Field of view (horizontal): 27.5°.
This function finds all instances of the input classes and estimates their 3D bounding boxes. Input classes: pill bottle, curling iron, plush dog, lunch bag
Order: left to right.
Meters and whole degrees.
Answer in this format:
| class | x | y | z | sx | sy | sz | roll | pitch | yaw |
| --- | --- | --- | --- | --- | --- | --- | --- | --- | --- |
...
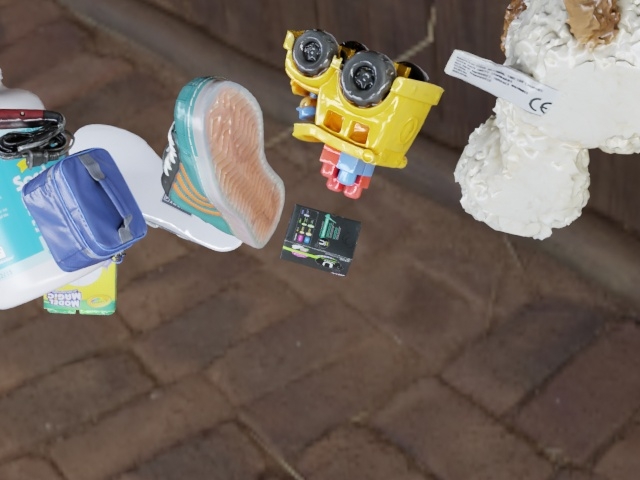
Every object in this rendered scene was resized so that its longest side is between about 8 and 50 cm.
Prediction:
| class | x | y | z | sx | sy | sz | roll | pitch | yaw |
| --- | --- | --- | --- | --- | --- | --- | --- | --- | --- |
| curling iron | -0.367 | -0.106 | 1.217 | 0.273 | 0.035 | 0.068 | 5 | 36 | -2 |
| pill bottle | -0.350 | -0.068 | 1.455 | 0.146 | 0.264 | 0.146 | -24 | 7 | 3 |
| lunch bag | -0.191 | -0.024 | 1.081 | 0.065 | 0.098 | 0.067 | -29 | 1 | 39 |
| plush dog | 0.204 | -0.147 | 0.863 | 0.262 | 0.211 | 0.225 | -9 | 36 | 26 |

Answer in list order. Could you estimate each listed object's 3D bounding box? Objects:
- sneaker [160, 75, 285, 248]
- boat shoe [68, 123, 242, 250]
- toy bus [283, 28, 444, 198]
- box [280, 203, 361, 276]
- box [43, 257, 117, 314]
| class | x | y | z | sx | sy | sz | roll | pitch | yaw |
| --- | --- | --- | --- | --- | --- | --- | --- | --- | --- |
| sneaker | -0.125 | -0.085 | 1.390 | 0.121 | 0.302 | 0.108 | 20 | 70 | 16 |
| boat shoe | -0.252 | -0.076 | 1.991 | 0.108 | 0.301 | 0.102 | -66 | 20 | -9 |
| toy bus | 0.034 | -0.178 | 1.865 | 0.220 | 0.212 | 0.149 | 28 | 13 | 27 |
| box | 0.000 | 0.000 | 1.553 | 0.083 | 0.062 | 0.052 | 15 | 68 | 0 |
| box | -0.340 | 0.034 | 1.850 | 0.105 | 0.179 | 0.043 | 2 | 32 | -5 |
